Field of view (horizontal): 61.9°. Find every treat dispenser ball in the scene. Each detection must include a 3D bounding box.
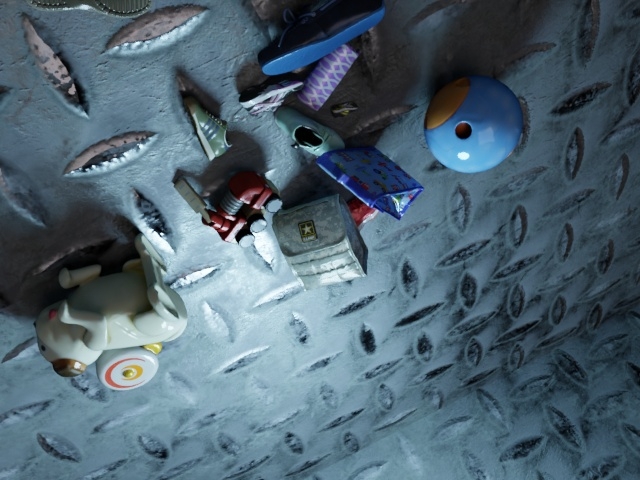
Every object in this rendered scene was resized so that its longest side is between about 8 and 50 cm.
[{"bbox_3d":[0.457,-0.348,1.608,0.289,0.288,0.288,-14,131,-16],"label":"treat dispenser ball"}]

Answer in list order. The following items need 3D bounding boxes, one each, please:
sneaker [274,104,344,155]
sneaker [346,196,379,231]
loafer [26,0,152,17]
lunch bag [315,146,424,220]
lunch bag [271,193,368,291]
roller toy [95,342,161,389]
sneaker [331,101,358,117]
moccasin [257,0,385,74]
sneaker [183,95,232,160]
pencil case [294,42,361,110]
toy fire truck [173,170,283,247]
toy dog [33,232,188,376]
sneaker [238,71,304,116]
[{"bbox_3d":[-0.009,-0.279,1.528,0.256,0.151,0.094,23,112,-39],"label":"sneaker"},{"bbox_3d":[0.112,-0.107,1.774,0.128,0.087,0.221,17,116,-37],"label":"sneaker"},{"bbox_3d":[-0.491,-0.536,1.129,0.269,0.092,0.101,-13,134,-38],"label":"loafer"},{"bbox_3d":[0.135,-0.177,1.562,0.138,0.221,0.293,-55,155,20],"label":"lunch bag"},{"bbox_3d":[0.000,0.000,1.715,0.236,0.168,0.286,-16,125,19],"label":"lunch bag"},{"bbox_3d":[-0.637,0.392,1.763,0.210,0.146,0.191,-4,128,-24],"label":"roller toy"},{"bbox_3d":[0.071,-0.383,1.572,0.084,0.031,0.035,-11,144,-13],"label":"sneaker"},{"bbox_3d":[-0.009,-0.532,1.338,0.342,0.138,0.116,-27,89,-3],"label":"moccasin"},{"bbox_3d":[-0.294,-0.310,1.428,0.086,0.064,0.192,-28,134,-14],"label":"sneaker"},{"bbox_3d":[0.014,-0.452,1.444,0.086,0.088,0.206,24,112,-42],"label":"pencil case"},{"bbox_3d":[-0.273,-0.119,1.550,0.246,0.158,0.217,20,116,-48],"label":"toy fire truck"},{"bbox_3d":[-0.632,0.218,1.578,0.408,0.284,0.395,-24,151,-5],"label":"toy dog"},{"bbox_3d":[-0.126,-0.390,1.442,0.179,0.071,0.077,-17,142,10],"label":"sneaker"}]
